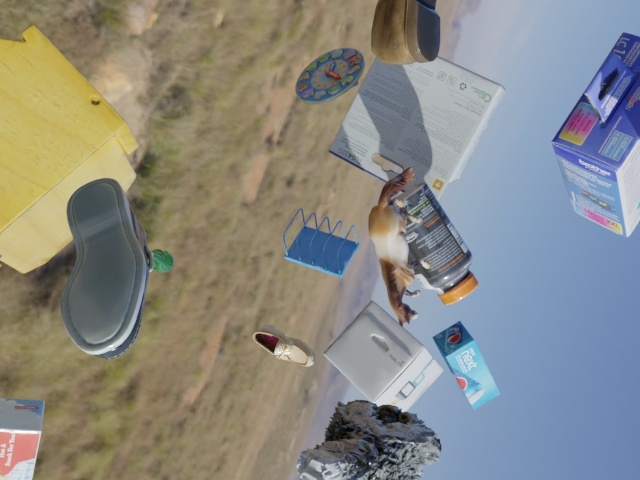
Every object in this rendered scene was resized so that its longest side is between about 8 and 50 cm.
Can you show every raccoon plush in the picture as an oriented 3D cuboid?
[{"bbox_3d":[0.049,0.497,1.573,0.446,0.216,0.299,2,105,-48],"label":"raccoon plush"}]

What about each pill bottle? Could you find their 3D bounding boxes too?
[{"bbox_3d":[0.231,0.013,1.673,0.130,0.245,0.130,-33,-176,3],"label":"pill bottle"}]

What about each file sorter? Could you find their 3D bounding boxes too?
[{"bbox_3d":[0.000,0.000,2.110,0.118,0.170,0.104,-59,156,-33],"label":"file sorter"}]

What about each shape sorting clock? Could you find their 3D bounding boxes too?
[{"bbox_3d":[0.024,-0.442,2.124,0.040,0.206,0.206,58,43,-43],"label":"shape sorting clock"}]

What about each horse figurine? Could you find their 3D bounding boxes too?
[{"bbox_3d":[0.135,0.008,1.373,0.174,0.066,0.263,-9,90,-62],"label":"horse figurine"}]

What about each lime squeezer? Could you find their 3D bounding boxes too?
[{"bbox_3d":[-0.435,0.045,2.020,0.310,0.110,0.058,7,-93,66],"label":"lime squeezer"}]

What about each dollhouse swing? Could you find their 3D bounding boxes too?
[{"bbox_3d":[-0.541,-0.142,1.444,0.347,0.315,0.305,-44,-171,-10],"label":"dollhouse swing"}]

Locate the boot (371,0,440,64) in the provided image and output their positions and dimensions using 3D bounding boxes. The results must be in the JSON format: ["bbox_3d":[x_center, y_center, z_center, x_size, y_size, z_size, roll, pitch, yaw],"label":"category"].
[{"bbox_3d":[0.149,-0.455,1.402,0.112,0.115,0.305,19,75,-49],"label":"boot"}]

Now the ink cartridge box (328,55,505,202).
[{"bbox_3d":[0.230,-0.290,1.945,0.330,0.324,0.071,-62,158,10],"label":"ink cartridge box"}]

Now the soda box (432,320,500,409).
[{"bbox_3d":[0.314,0.269,1.705,0.210,0.071,0.067,59,0,-39],"label":"soda box"}]

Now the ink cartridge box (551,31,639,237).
[{"bbox_3d":[0.603,-0.214,1.578,0.270,0.151,0.395,-56,150,-6],"label":"ink cartridge box"}]

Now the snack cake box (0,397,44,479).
[{"bbox_3d":[-0.612,0.420,1.482,0.089,0.152,0.264,-115,-140,-58],"label":"snack cake box"}]

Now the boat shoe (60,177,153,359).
[{"bbox_3d":[-0.262,0.041,1.022,0.302,0.114,0.091,-103,174,-45],"label":"boat shoe"}]

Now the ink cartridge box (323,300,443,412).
[{"bbox_3d":[0.173,0.324,2.133,0.197,0.198,0.270,-47,151,-3],"label":"ink cartridge box"}]

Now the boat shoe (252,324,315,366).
[{"bbox_3d":[-0.091,0.258,1.903,0.059,0.170,0.063,-15,122,-52],"label":"boat shoe"}]
